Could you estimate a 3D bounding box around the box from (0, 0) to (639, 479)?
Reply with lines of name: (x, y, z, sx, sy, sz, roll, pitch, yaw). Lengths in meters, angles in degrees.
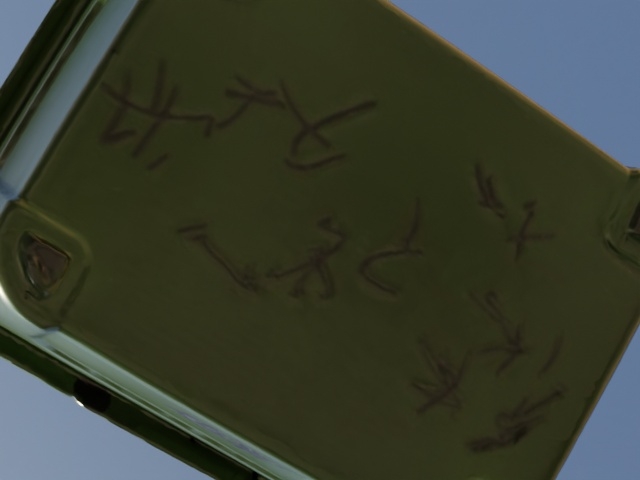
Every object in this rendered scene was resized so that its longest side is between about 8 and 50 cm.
box: (0.000, 0.000, 0.714, 0.329, 0.178, 0.252, 31, -100, -16)
